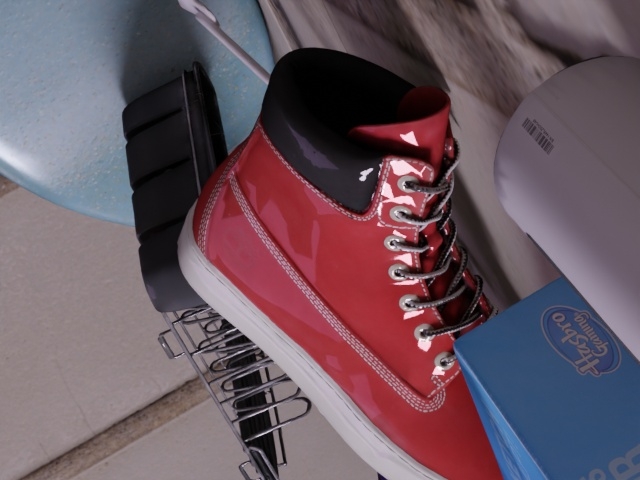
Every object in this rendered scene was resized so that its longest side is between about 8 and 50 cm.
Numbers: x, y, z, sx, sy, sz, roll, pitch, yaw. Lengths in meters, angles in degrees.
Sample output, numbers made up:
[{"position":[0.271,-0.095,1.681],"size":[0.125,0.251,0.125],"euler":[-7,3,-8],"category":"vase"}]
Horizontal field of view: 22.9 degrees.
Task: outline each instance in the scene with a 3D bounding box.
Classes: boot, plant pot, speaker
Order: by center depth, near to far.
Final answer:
[{"position":[0.095,0.012,0.362],"size":[0.136,0.055,0.055],"euler":[55,173,47],"category":"speaker"},{"position":[0.056,0.024,0.730],"size":[0.244,0.088,0.176],"euler":[39,141,2],"category":"boot"},{"position":[-0.170,-0.158,1.173],"size":[0.252,0.248,0.247],"euler":[49,-179,-26],"category":"plant pot"}]

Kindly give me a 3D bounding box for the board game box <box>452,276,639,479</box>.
[{"position":[0.165,0.189,0.612],"size":[0.242,0.064,0.316],"euler":[57,174,42],"category":"board game box"}]

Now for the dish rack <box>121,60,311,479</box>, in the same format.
[{"position":[-0.062,0.037,1.097],"size":[0.208,0.074,0.271],"euler":[-102,-8,-45],"category":"dish rack"}]

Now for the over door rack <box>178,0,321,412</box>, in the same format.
[{"position":[0.000,0.000,1.005],"size":[0.324,0.108,0.239],"euler":[58,174,35],"category":"over door rack"}]

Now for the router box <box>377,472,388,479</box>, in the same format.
[{"position":[0.130,0.291,0.888],"size":[0.309,0.081,0.243],"euler":[58,-160,-46],"category":"router box"}]
